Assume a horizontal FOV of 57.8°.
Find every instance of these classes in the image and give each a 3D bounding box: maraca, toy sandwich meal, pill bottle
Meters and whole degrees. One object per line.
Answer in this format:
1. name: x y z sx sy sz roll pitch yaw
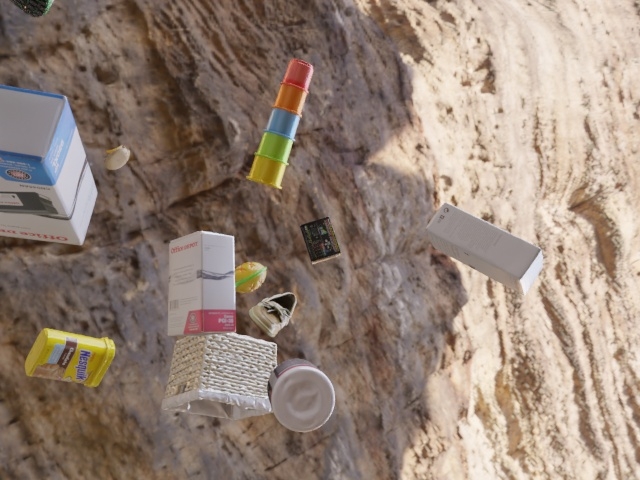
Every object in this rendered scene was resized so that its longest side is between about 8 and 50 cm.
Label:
1. maraca: -0.267 0.136 1.996 0.099 0.185 0.127 62 -27 -1
2. toy sandwich meal: -0.583 -0.239 1.657 0.029 0.085 0.085 44 -44 18
3. pill bottle: -0.067 0.442 1.708 0.318 0.176 0.176 146 -77 -80

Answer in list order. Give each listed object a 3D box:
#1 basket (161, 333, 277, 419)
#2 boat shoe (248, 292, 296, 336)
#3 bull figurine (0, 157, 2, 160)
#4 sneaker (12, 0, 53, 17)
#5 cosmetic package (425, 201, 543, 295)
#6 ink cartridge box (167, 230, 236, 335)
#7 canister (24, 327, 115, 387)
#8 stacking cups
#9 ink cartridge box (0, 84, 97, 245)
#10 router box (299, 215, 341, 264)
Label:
1. basket: -0.366 0.509 2.175 0.328 0.331 0.266 -29 -132 48
2. boat shoe: -0.134 0.204 1.694 0.089 0.285 0.104 -44 -89 7
3. bull figurine: -0.596 -0.101 0.832 0.101 0.310 0.188 38 -30 -4
4. sneaker: -0.545 -0.563 1.163 0.343 0.146 0.134 -5 -41 40
5. cosmetic package: 0.352 0.017 1.248 0.231 0.085 0.117 32 -7 31
6. ink cartridge box: -0.347 0.131 1.690 0.207 0.117 0.283 -14 -106 47
7. canister: -0.611 0.286 1.416 0.126 0.170 0.073 -59 -139 10
8. stacking cups: -0.101 -0.293 1.447 0.096 0.096 0.316 19 -85 46
9. ink cartridge box: -0.675 -0.154 1.259 0.395 0.285 0.166 113 -17 -63
10. router box: 0.000 0.000 1.697 0.038 0.092 0.122 82 -9 -73
